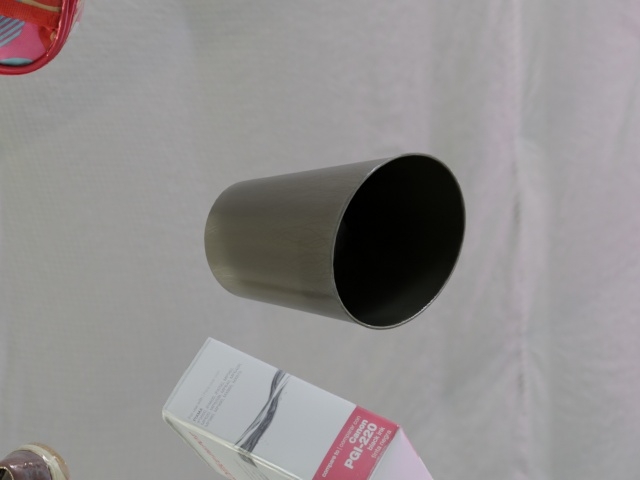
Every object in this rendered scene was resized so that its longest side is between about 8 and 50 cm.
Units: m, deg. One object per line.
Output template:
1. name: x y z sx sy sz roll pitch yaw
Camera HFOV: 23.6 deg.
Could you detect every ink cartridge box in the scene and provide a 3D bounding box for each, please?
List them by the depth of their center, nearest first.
1. ink cartridge box: -0.019 0.194 1.422 0.092 0.218 0.158 -60 -28 -18

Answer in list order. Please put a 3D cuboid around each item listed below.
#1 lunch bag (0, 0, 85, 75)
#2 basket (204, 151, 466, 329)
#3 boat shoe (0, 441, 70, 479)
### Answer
1. lunch bag: -0.302 -0.239 1.098 0.120 0.293 0.258 -86 12 -70
2. basket: 0.000 0.000 1.560 0.204 0.227 0.154 -43 -62 -36
3. boat shoe: -0.421 0.410 1.880 0.342 0.123 0.123 -63 -15 11
